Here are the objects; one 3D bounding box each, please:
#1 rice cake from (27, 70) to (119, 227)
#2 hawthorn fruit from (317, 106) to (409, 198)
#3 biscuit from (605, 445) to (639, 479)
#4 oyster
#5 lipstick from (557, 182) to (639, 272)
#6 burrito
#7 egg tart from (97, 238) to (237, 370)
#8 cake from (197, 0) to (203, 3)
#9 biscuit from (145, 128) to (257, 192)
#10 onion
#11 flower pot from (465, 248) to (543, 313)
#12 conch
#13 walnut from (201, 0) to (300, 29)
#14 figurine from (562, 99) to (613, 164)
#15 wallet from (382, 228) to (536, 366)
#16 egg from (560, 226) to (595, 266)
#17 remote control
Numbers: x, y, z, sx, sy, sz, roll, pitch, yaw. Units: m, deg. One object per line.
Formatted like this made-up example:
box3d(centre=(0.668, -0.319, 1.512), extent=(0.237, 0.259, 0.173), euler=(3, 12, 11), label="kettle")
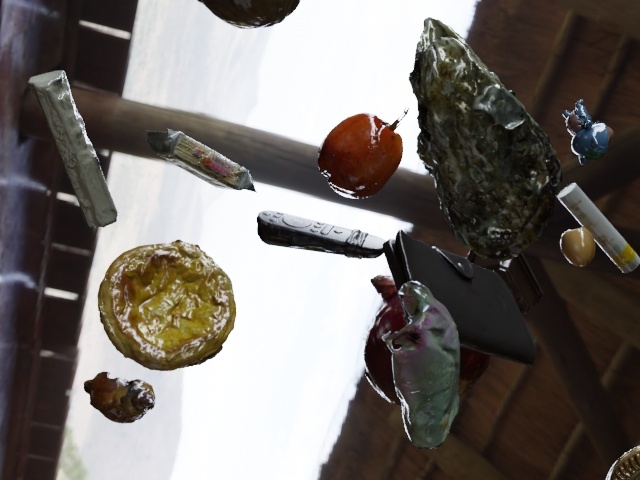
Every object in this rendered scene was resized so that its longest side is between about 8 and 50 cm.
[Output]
box3d(centre=(-0.376, -0.135, 1.215), extent=(0.052, 0.057, 0.256), euler=(24, -44, 48), label="rice cake")
box3d(centre=(0.126, -0.243, 2.067), extent=(0.299, 0.211, 0.211), euler=(-40, -158, 18), label="hawthorn fruit")
box3d(centre=(0.672, 0.495, 1.515), extent=(0.079, 0.259, 0.259), euler=(-54, 162, -67), label="biscuit")
box3d(centre=(0.213, -0.137, 1.072), extent=(0.351, 0.162, 0.158), euler=(65, -17, -13), label="oyster")
box3d(centre=(0.699, -0.031, 1.974), extent=(0.059, 0.264, 0.059), euler=(-43, -173, 7), label="lipstick")
box3d(centre=(0.149, 0.171, 1.100), extent=(0.144, 0.089, 0.229), euler=(-67, 152, -43), label="burrito")
box3d(centre=(-0.359, 0.163, 1.859), extent=(0.129, 0.341, 0.341), euler=(112, -12, -57), label="egg tart")
box3d(centre=(-0.244, -0.487, 1.438), extent=(0.086, 0.220, 0.117), euler=(-37, -106, 54), label="cake")
box3d(centre=(-0.334, -0.218, 2.190), extent=(0.186, 0.309, 0.079), euler=(14, -101, 57), label="biscuit")
box3d(centre=(0.244, 0.227, 2.008), extent=(0.385, 0.347, 0.348), euler=(58, -33, 29), label="onion")
box3d(centre=(0.536, 0.131, 2.320), extent=(0.178, 0.251, 0.084), euler=(-16, -151, 34), label="flower pot")
box3d(centre=(-0.360, 0.276, 1.373), extent=(0.080, 0.232, 0.086), euler=(-59, 138, -39), label="conch")
box3d(centre=(-0.098, -0.346, 1.006), extent=(0.140, 0.162, 0.140), euler=(-33, -170, 7), label="walnut")
box3d(centre=(0.749, -0.302, 2.172), extent=(0.114, 0.144, 0.178), euler=(-58, -137, 50), label="figurine")
box3d(centre=(0.249, 0.105, 1.359), extent=(0.051, 0.377, 0.197), euler=(-35, -127, 30), label="wallet")
box3d(centre=(0.618, 0.016, 1.881), extent=(0.080, 0.080, 0.096), euler=(117, -42, -61), label="egg")
box3d(centre=(0.000, 0.000, 1.535), extent=(0.090, 0.265, 0.066), euler=(-55, 155, -59), label="remote control")
